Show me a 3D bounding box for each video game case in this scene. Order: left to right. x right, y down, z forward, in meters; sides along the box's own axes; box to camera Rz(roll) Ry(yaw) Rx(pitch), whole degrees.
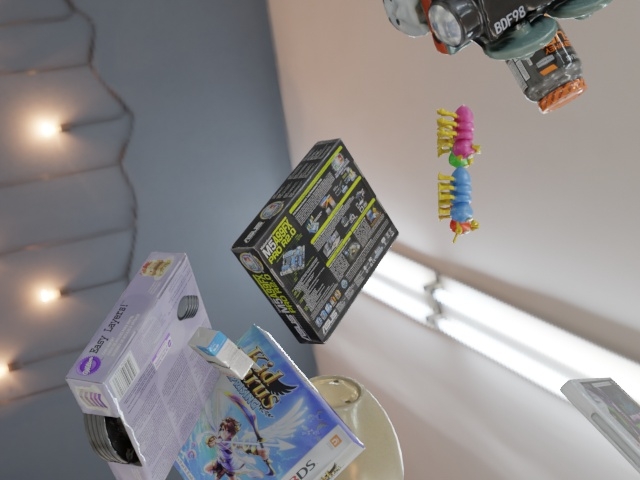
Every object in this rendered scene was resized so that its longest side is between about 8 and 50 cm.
[{"bbox_3d":[-0.106,0.308,1.512,0.269,0.244,0.061,46,0,31],"label":"video game case"},{"bbox_3d":[0.373,0.228,1.129,0.022,0.190,0.173,-50,-117,16],"label":"video game case"}]

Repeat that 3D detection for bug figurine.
[{"bbox_3d":[0.230,-0.110,1.604,0.279,0.072,0.216,30,59,-81],"label":"bug figurine"}]

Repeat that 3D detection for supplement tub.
[{"bbox_3d":[0.395,-0.333,1.741,0.190,0.117,0.117,62,-24,9],"label":"supplement tub"}]

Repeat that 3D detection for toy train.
[{"bbox_3d":[0.221,-0.306,1.018,0.190,0.334,0.142,28,-31,54],"label":"toy train"}]

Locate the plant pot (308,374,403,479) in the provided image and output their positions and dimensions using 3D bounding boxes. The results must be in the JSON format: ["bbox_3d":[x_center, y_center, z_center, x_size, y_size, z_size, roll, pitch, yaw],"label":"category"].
[{"bbox_3d":[0.020,0.373,1.857,0.284,0.284,0.191,-141,-135,-57],"label":"plant pot"}]

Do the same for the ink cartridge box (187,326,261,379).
[{"bbox_3d":[-0.116,0.142,1.173,0.083,0.028,0.048,46,-24,-29],"label":"ink cartridge box"}]

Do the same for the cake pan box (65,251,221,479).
[{"bbox_3d":[-0.238,0.191,1.372,0.267,0.070,0.246,-64,149,-43],"label":"cake pan box"}]

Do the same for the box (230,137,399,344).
[{"bbox_3d":[0.000,0.000,1.573,0.060,0.270,0.216,-4,-50,45],"label":"box"}]
